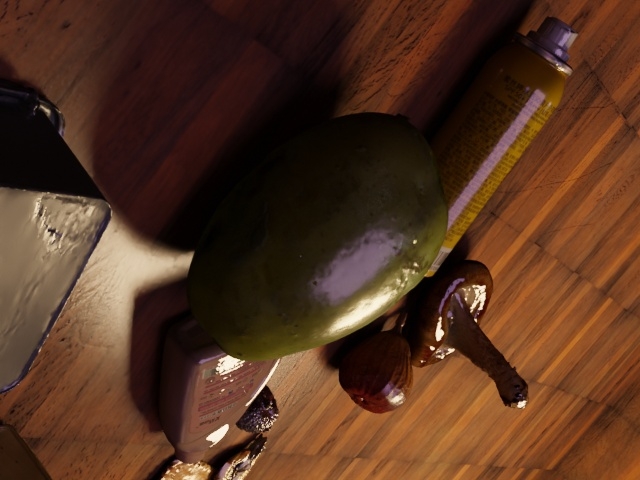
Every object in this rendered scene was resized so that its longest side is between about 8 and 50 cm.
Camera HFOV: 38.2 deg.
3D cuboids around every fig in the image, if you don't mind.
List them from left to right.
[{"bbox_3d":[0.081,0.180,1.383,0.119,0.152,0.119,-3,163,-1],"label":"fig"}]

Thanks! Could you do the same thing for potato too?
[{"bbox_3d":[0.001,0.000,0.966,0.304,0.216,0.216,-42,148,-11],"label":"potato"}]

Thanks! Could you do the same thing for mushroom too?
[{"bbox_3d":[0.244,0.156,1.404,0.148,0.217,0.227,-29,144,-24],"label":"mushroom"}]

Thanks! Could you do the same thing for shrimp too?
[{"bbox_3d":[-0.120,0.325,1.348,0.108,0.023,0.059,-53,142,-5],"label":"shrimp"}]

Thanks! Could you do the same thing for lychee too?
[{"bbox_3d":[-0.089,0.223,1.235,0.068,0.067,0.083,30,136,-22],"label":"lychee"}]

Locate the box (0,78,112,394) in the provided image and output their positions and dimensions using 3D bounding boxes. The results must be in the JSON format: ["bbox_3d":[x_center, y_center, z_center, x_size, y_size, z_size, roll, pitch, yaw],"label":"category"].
[{"bbox_3d":[-0.276,0.006,0.712,0.163,0.135,0.243,8,119,-53],"label":"box"}]

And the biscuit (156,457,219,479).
[{"bbox_3d":[-0.224,0.419,1.330,0.232,0.013,0.237,-50,149,-7],"label":"biscuit"}]

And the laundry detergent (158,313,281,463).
[{"bbox_3d":[-0.117,0.176,1.142,0.171,0.076,0.237,-23,142,-33],"label":"laundry detergent"}]

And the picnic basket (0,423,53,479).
[{"bbox_3d":[-0.357,0.274,0.936,0.164,0.115,0.079,-22,138,-35],"label":"picnic basket"}]

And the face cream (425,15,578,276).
[{"bbox_3d":[0.197,-0.121,1.149,0.105,0.105,0.348,12,117,-54],"label":"face cream"}]
